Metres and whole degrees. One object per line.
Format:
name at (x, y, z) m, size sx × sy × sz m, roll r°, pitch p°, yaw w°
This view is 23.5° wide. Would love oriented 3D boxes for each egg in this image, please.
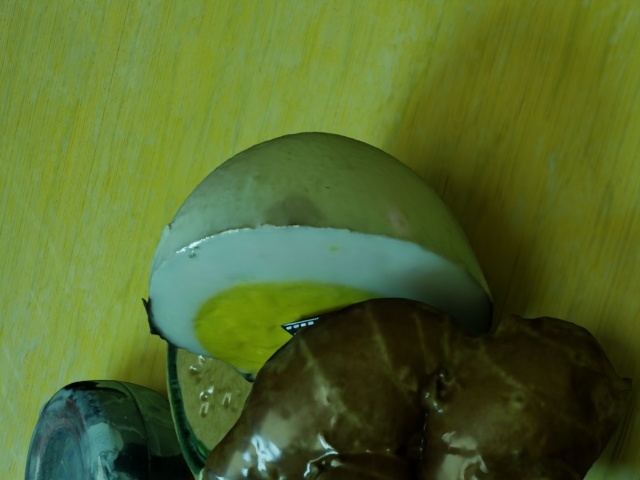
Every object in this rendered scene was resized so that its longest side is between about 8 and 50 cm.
egg at (0.000, 0.000, 1.491) m, size 0.337 × 0.337 × 0.201 m, roll -35°, pitch 42°, yaw 45°

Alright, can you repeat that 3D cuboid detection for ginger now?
ginger at (0.076, 0.182, 1.320) m, size 0.358 × 0.152 × 0.274 m, roll 7°, pitch 63°, yaw 13°

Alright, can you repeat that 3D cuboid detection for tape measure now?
tape measure at (-0.268, 0.302, 1.907) m, size 0.275 × 0.147 × 0.256 m, roll -12°, pitch 74°, yaw 55°

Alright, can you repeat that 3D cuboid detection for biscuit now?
biscuit at (-0.069, 0.134, 1.700) m, size 0.287 × 0.057 × 0.343 m, roll -42°, pitch 47°, yaw 30°

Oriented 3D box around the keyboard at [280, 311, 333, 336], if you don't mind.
keyboard at (0.043, 0.120, 1.481) m, size 0.064 × 0.198 × 0.010 m, roll -16°, pitch 51°, yaw 33°
